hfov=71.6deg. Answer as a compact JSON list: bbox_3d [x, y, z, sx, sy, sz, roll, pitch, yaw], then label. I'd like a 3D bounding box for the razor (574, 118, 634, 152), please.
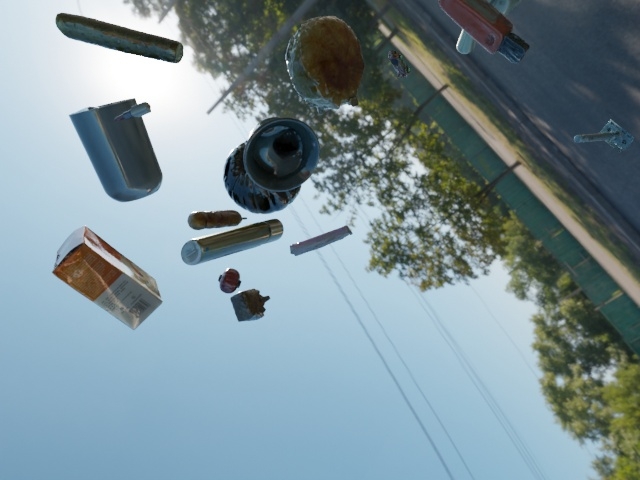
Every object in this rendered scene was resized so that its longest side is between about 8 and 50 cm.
[{"bbox_3d":[0.924,-0.344,1.480,0.232,0.068,0.106,-10,-127,-26],"label":"razor"}]

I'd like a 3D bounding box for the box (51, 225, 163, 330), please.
[{"bbox_3d":[-0.734,0.125,1.539,0.341,0.143,0.225,49,172,-30],"label":"box"}]

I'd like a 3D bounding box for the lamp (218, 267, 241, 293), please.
[{"bbox_3d":[-0.374,0.167,1.834,0.093,0.107,0.107,18,-155,-4],"label":"lamp"}]

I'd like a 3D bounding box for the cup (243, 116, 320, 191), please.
[{"bbox_3d":[-0.117,-0.249,1.166,0.199,0.199,0.150,33,-164,-36],"label":"cup"}]

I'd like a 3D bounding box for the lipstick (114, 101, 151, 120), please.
[{"bbox_3d":[-0.510,-0.343,1.198,0.025,0.107,0.025,26,-132,-73],"label":"lipstick"}]

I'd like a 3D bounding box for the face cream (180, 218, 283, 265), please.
[{"bbox_3d":[-0.226,-0.001,1.216,0.285,0.139,0.067,-17,-91,-39],"label":"face cream"}]

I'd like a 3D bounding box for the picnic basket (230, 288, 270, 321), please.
[{"bbox_3d":[-0.294,0.282,1.950,0.178,0.128,0.137,2,-116,-64],"label":"picnic basket"}]

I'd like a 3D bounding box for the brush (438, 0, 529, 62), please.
[{"bbox_3d":[0.340,-0.519,1.012,0.323,0.051,0.070,50,177,14],"label":"brush"}]

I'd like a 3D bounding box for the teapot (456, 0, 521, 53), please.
[{"bbox_3d":[0.447,-0.699,1.284,0.220,0.318,0.149,48,-118,-6],"label":"teapot"}]

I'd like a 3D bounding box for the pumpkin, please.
[{"bbox_3d":[-0.179,-0.205,1.351,0.249,0.250,0.216,61,-179,31],"label":"pumpkin"}]

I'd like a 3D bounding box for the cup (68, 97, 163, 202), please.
[{"bbox_3d":[-0.657,-0.294,1.461,0.205,0.206,0.312,-79,-22,-65],"label":"cup"}]

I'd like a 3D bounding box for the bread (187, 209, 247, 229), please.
[{"bbox_3d":[-0.474,-0.103,2.088,0.124,0.083,0.344,18,-164,33],"label":"bread"}]

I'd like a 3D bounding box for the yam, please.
[{"bbox_3d":[-0.592,-0.596,1.308,0.372,0.083,0.083,14,-158,4],"label":"yam"}]

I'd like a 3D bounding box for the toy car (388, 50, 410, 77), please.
[{"bbox_3d":[0.296,-0.668,1.682,0.059,0.035,0.122,26,174,44],"label":"toy car"}]

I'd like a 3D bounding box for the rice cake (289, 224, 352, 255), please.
[{"bbox_3d":[0.000,0.000,1.825,0.049,0.270,0.055,44,-151,-65],"label":"rice cake"}]

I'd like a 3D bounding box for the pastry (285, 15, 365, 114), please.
[{"bbox_3d":[0.020,-0.622,1.563,0.136,0.329,0.330,14,169,47],"label":"pastry"}]
